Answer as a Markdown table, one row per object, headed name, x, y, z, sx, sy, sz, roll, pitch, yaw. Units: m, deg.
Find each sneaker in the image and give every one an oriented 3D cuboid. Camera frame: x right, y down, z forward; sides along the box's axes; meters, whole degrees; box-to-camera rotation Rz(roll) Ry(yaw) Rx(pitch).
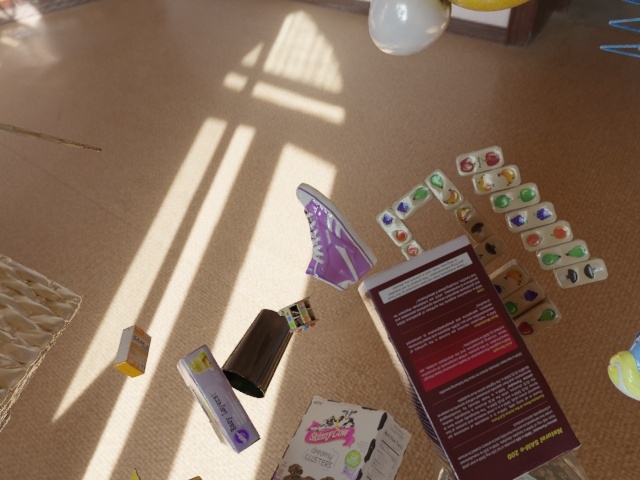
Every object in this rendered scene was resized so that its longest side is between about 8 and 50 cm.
| name | x | y | z | sx | sy | sz | roll | pitch | yaw |
| --- | --- | --- | --- | --- | --- | --- | --- | --- | --- |
| sneaker | 0.000 | 0.000 | 1.078 | 0.161 | 0.102 | 0.282 | -40 | 94 | -8 |
| sneaker | 0.511 | 0.150 | 0.557 | 0.240 | 0.126 | 0.091 | -3 | 34 | -3 |

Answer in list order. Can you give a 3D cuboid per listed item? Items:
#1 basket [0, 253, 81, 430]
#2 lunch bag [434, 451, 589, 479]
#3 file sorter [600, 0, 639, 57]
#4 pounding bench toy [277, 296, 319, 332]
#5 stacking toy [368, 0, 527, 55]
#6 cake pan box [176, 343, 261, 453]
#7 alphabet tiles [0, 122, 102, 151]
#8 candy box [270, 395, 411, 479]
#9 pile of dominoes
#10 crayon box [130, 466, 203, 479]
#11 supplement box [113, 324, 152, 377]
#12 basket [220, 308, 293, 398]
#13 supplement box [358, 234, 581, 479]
| name | x | y | z | sx | sy | sz | roll | pitch | yaw |
| --- | --- | --- | --- | --- | --- | --- | --- | --- | --- |
| basket | -0.472 | 0.142 | 0.397 | 0.266 | 0.331 | 0.328 | -49 | 20 | 11 |
| lunch bag | 0.366 | 0.451 | 0.806 | 0.287 | 0.235 | 0.168 | 16 | 95 | 16 |
| file sorter | 0.550 | -0.383 | 0.691 | 0.118 | 0.170 | 0.104 | 4 | 21 | -15 |
| pounding bench toy | -0.054 | 0.174 | 0.974 | 0.052 | 0.083 | 0.065 | -14 | 78 | -48 |
| stacking toy | 0.227 | -0.403 | 0.509 | 0.480 | 0.351 | 0.350 | -34 | 40 | 43 |
| cake pan box | -0.260 | 0.383 | 1.061 | 0.070 | 0.267 | 0.245 | -28 | 84 | -27 |
| alphabet tiles | -0.456 | -0.157 | 0.577 | 0.198 | 0.237 | 0.009 | 13 | 95 | 10 |
| candy box | 0.016 | 0.336 | 0.621 | 0.165 | 0.070 | 0.196 | -13 | 36 | 49 |
| pile of dominoes | 0.220 | 0.009 | 0.578 | 0.196 | 0.040 | 0.251 | -41 | 85 | 22 |
| crayon box | -0.163 | 0.473 | 0.561 | 0.083 | 0.203 | 0.323 | 0 | 23 | -44 |
| supplement box | -0.420 | 0.248 | 0.975 | 0.036 | 0.062 | 0.098 | -22 | 43 | 11 |
| basket | -0.182 | 0.333 | 1.310 | 0.154 | 0.204 | 0.227 | 32 | 58 | -4 |
| supplement box | 0.151 | 0.130 | 0.476 | 0.130 | 0.073 | 0.239 | -23 | 77 | -6 |
